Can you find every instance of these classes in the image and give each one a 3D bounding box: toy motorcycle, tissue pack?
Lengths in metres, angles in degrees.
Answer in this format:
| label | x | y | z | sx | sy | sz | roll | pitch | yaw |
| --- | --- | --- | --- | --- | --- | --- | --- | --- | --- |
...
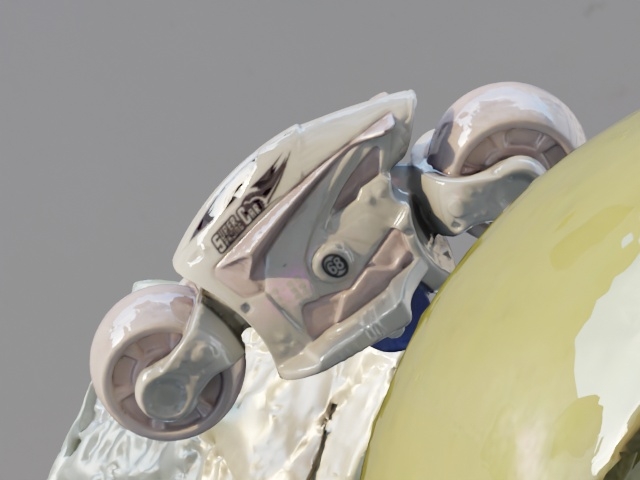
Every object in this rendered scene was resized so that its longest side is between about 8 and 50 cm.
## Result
| label | x | y | z | sx | sy | sz | roll | pitch | yaw |
| --- | --- | --- | --- | --- | --- | --- | --- | --- | --- |
| toy motorcycle | 0.000 | 0.000 | 0.872 | 0.254 | 0.112 | 0.112 | -30 | -59 | 9 |
| tissue pack | 0.054 | 0.190 | 1.275 | 0.380 | 0.297 | 0.207 | 34 | -106 | -38 |

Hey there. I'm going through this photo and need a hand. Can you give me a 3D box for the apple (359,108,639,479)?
| label | x | y | z | sx | sy | sz | roll | pitch | yaw |
| --- | --- | --- | --- | --- | --- | --- | --- | --- | --- |
| apple | 0.149 | 0.094 | 0.472 | 0.257 | 0.233 | 0.295 | -33 | -84 | -27 |
